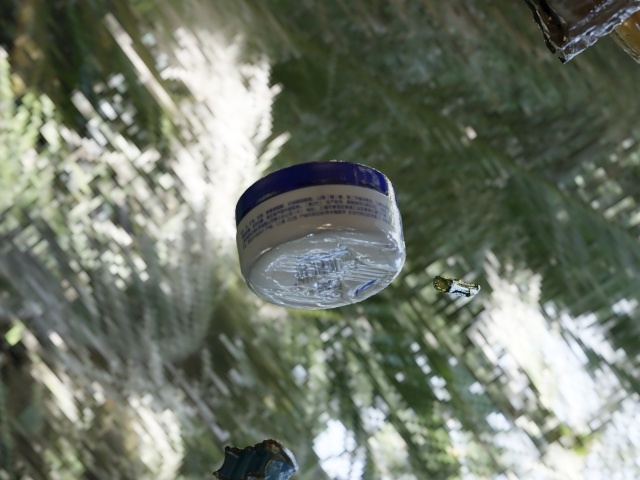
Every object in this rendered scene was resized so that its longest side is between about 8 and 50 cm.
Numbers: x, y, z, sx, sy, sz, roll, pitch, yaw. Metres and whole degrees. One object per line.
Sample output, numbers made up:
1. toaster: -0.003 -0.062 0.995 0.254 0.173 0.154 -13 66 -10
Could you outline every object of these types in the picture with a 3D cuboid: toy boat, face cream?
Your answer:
1. toy boat: -0.104 0.348 2.487 0.185 0.077 0.075 -15 -138 52
2. face cream: 0.000 0.000 1.927 0.206 0.206 0.111 -26 -122 27

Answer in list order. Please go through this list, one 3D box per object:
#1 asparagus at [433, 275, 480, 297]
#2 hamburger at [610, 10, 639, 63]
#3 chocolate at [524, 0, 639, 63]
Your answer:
1. asparagus: 0.172 0.059 1.957 0.025 0.108 0.021 16 -89 33
2. hamburger: 0.509 -0.344 2.239 0.213 0.214 0.108 -38 -167 -3
3. chocolate: 0.256 -0.244 1.000 0.329 0.065 0.102 -39 -119 26
